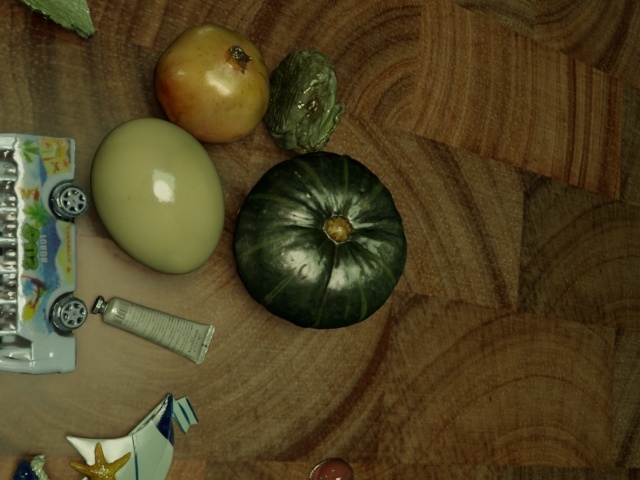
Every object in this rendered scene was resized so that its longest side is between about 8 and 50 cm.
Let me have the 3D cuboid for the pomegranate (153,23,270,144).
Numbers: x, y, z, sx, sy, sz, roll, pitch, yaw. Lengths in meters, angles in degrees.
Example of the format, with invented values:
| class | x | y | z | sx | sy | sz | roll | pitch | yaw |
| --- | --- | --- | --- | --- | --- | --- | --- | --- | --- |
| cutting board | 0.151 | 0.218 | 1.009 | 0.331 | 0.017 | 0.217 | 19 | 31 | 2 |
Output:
| class | x | y | z | sx | sy | sz | roll | pitch | yaw |
| --- | --- | --- | --- | --- | --- | --- | --- | --- | --- |
| pomegranate | -0.168 | -0.249 | 0.919 | 0.191 | 0.191 | 0.191 | 3 | 83 | -27 |

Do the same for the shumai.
| class | x | y | z | sx | sy | sz | roll | pitch | yaw |
| --- | --- | --- | --- | --- | --- | --- | --- | --- | --- |
| shumai | -0.011 | -0.232 | 1.002 | 0.142 | 0.184 | 0.183 | 15 | 78 | -31 |

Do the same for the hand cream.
| class | x | y | z | sx | sy | sz | roll | pitch | yaw |
| --- | --- | --- | --- | --- | --- | --- | --- | --- | --- |
| hand cream | -0.264 | 0.136 | 0.910 | 0.195 | 0.042 | 0.067 | 28 | 65 | -27 |

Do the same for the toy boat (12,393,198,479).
| class | x | y | z | sx | sy | sz | roll | pitch | yaw |
| --- | --- | --- | --- | --- | --- | --- | --- | --- | --- |
| toy boat | -0.307 | 0.349 | 0.866 | 0.291 | 0.067 | 0.220 | -44 | 105 | -36 |

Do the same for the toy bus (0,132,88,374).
| class | x | y | z | sx | sy | sz | roll | pitch | yaw |
| --- | --- | --- | --- | --- | --- | --- | --- | --- | --- |
| toy bus | -0.405 | 0.021 | 0.784 | 0.136 | 0.109 | 0.329 | 1 | 88 | -48 |

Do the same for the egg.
| class | x | y | z | sx | sy | sz | roll | pitch | yaw |
| --- | --- | --- | --- | --- | --- | --- | --- | --- | --- |
| egg | -0.239 | -0.064 | 0.861 | 0.186 | 0.186 | 0.241 | -28 | 108 | -27 |

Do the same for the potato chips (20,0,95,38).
| class | x | y | z | sx | sy | sz | roll | pitch | yaw |
| --- | --- | --- | --- | --- | --- | --- | --- | --- | --- |
| potato chips | -0.430 | -0.429 | 0.878 | 0.167 | 0.059 | 0.228 | -3 | 80 | -33 |

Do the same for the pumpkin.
| class | x | y | z | sx | sy | sz | roll | pitch | yaw |
| --- | --- | --- | --- | --- | --- | --- | --- | --- | --- |
| pumpkin | 0.000 | 0.000 | 0.969 | 0.301 | 0.207 | 0.299 | 3 | 77 | -13 |

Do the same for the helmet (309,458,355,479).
| class | x | y | z | sx | sy | sz | roll | pitch | yaw |
| --- | --- | --- | --- | --- | --- | --- | --- | --- | --- |
| helmet | 0.027 | 0.427 | 1.017 | 0.084 | 0.049 | 0.064 | -2 | 86 | -28 |
